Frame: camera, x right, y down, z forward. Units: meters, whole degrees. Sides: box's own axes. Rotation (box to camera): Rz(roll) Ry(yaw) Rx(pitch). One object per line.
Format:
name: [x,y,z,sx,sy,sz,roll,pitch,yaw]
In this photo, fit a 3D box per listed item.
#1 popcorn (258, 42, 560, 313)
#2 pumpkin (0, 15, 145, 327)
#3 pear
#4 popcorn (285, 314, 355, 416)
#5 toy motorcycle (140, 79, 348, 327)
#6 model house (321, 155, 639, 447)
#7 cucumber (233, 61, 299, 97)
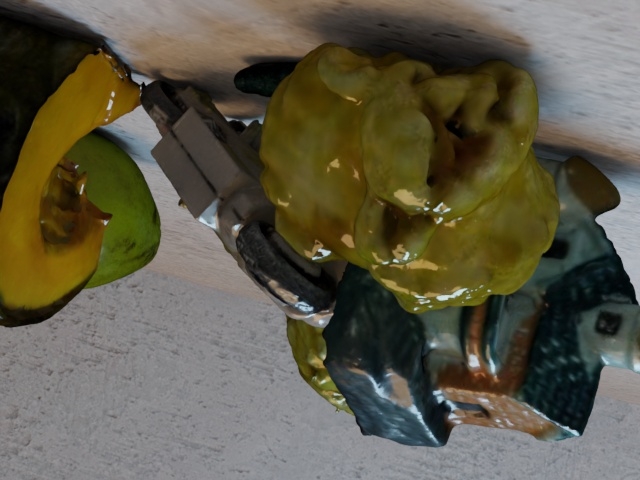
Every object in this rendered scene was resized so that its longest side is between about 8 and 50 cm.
popcorn: [0.076,-0.059,0.966,0.200,0.203,0.226,-26,-109,-46]
pumpkin: [-0.321,-0.072,1.259,0.225,0.303,0.256,20,-162,19]
pear: [-0.317,-0.039,1.674,0.212,0.212,0.269,8,173,44]
popcorn: [0.083,0.106,1.736,0.282,0.247,0.282,13,158,5]
toy motorcycle: [-0.046,-0.026,1.230,0.223,0.108,0.341,32,-165,-45]
model house: [0.177,0.047,1.123,0.291,0.253,0.184,8,151,23]
cucumber: [-0.024,-0.130,1.092,0.133,0.032,0.032,10,170,43]
